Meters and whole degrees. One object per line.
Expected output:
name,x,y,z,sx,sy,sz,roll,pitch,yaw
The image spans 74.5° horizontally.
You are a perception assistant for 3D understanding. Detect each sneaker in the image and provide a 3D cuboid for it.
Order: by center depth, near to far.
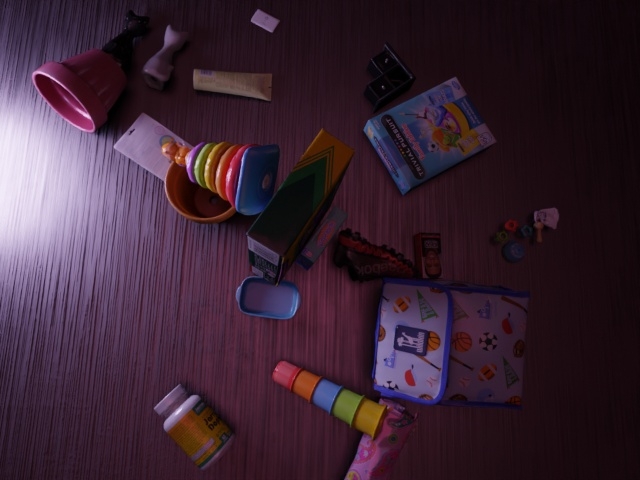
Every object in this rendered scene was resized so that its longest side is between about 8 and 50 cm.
sneaker,0.158,0.072,1.251,0.276,0.097,0.135,23,100,-15

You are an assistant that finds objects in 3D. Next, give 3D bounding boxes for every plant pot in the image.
plant pot,-0.309,-0.135,1.188,0.205,0.188,0.204,1,80,-5
plant pot,-0.670,-0.445,1.212,0.201,0.201,0.180,33,63,0

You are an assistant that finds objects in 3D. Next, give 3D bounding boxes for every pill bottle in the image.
pill bottle,-0.335,0.488,1.113,0.117,0.117,0.208,-44,86,-11

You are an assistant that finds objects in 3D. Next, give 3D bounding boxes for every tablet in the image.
tablet,-0.183,-0.730,1.397,0.083,0.006,0.054,28,78,-1

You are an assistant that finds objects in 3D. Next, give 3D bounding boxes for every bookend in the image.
bookend,0.197,-0.531,1.369,0.156,0.072,0.157,-35,85,-10

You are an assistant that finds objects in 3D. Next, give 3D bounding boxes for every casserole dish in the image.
casserole dish,-0.150,0.168,1.230,0.189,0.037,0.114,8,80,-4

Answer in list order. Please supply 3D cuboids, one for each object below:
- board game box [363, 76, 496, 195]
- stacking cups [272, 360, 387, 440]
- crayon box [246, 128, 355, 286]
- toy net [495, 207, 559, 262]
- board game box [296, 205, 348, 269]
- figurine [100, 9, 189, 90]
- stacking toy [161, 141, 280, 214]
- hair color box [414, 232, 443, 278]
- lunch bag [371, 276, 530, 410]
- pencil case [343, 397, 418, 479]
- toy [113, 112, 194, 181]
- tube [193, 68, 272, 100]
board game box,0.350,-0.336,1.349,0.336,0.079,0.253,-29,84,-10
stacking cups,0.015,0.423,1.129,0.317,0.096,0.095,18,78,20
crayon box,-0.062,-0.063,1.096,0.106,0.363,0.313,31,71,1
toy net,0.662,-0.037,1.351,0.232,0.045,0.122,-39,84,-13
board game box,0.000,0.000,1.186,0.047,0.210,0.160,36,79,1
figurine,-0.535,-0.597,1.300,0.215,0.092,0.209,19,75,-4
stacking toy,-0.265,-0.185,1.039,0.302,0.175,0.165,18,111,14
hair color box,0.333,0.048,1.294,0.072,0.043,0.141,0,81,-15
lunch bag,0.345,0.272,1.159,0.386,0.239,0.327,6,87,-2
pencil case,0.162,0.579,1.149,0.124,0.124,0.284,28,78,-1
toy,-0.467,-0.254,1.259,0.237,0.056,0.136,34,75,-5
tube,-0.274,-0.493,1.324,0.241,0.062,0.070,1,124,-11
